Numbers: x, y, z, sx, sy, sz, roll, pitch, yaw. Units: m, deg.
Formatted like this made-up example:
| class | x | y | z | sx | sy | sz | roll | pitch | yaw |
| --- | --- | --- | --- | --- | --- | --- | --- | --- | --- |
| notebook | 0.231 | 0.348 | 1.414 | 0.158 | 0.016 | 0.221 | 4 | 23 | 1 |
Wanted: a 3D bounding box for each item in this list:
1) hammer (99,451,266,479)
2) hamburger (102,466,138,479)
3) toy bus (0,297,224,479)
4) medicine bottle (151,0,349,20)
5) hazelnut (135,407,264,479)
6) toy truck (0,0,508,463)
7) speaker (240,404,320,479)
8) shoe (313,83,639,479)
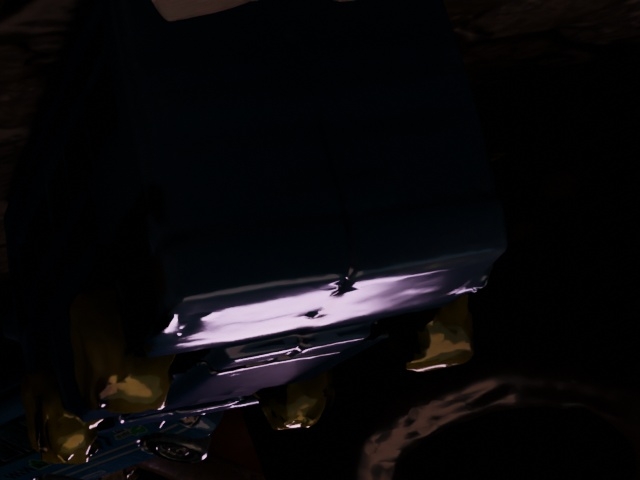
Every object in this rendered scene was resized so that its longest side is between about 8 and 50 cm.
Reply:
| class | x | y | z | sx | sy | sz | roll | pitch | yaw |
| --- | --- | --- | --- | --- | --- | --- | --- | --- | --- |
| hammer | -0.077 | 0.220 | 1.397 | 0.044 | 0.168 | 0.440 | 20 | 171 | 38 |
| hamburger | -0.303 | 0.185 | 1.324 | 0.309 | 0.132 | 0.211 | -11 | 167 | -5 |
| toy bus | -0.165 | 0.093 | 1.055 | 0.134 | 0.113 | 0.246 | 29 | 146 | -29 |
| medicine bottle | 0.033 | -0.119 | 0.458 | 0.183 | 0.069 | 0.119 | -13 | 170 | 7 |
| hazelnut | -0.132 | 0.321 | 1.656 | 0.366 | 0.365 | 0.366 | -12 | 167 | -3 |
| toy truck | -0.053 | 0.005 | 0.709 | 0.161 | 0.162 | 0.385 | -8 | 168 | -19 |
| speaker | 0.084 | 0.101 | 1.142 | 0.254 | 0.184 | 0.232 | -23 | 175 | 39 |
| shoe | 0.175 | 0.043 | 0.835 | 0.384 | 0.171 | 0.237 | -21 | -150 | 12 |
